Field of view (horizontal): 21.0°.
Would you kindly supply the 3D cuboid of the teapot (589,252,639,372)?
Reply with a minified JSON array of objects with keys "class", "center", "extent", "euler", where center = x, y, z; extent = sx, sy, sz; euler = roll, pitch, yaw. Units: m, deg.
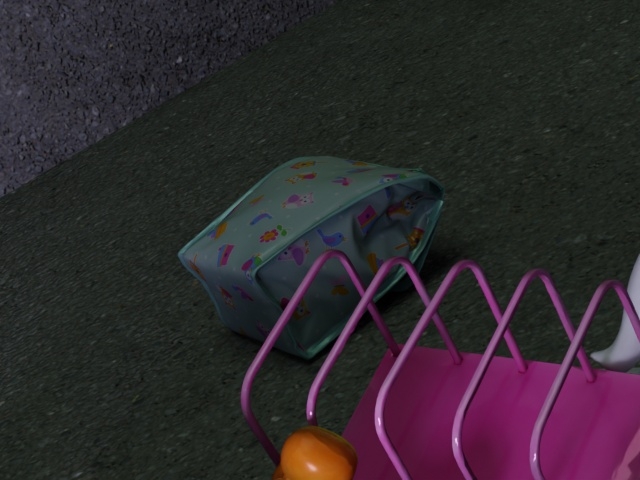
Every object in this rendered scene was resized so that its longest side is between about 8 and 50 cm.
[{"class":"teapot","center":[0.400,0.041,1.461],"extent":[0.252,0.187,0.256],"euler":[8,-15,-23]}]

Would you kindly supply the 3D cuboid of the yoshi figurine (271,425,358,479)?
[{"class":"yoshi figurine","center":[-0.035,0.312,1.266],"extent":[0.203,0.203,0.362],"euler":[10,49,32]}]

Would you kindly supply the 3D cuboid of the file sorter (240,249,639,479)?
[{"class":"file sorter","center":[0.112,0.132,1.421],"extent":[0.290,0.182,0.202],"euler":[5,51,36]}]

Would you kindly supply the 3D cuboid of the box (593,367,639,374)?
[{"class":"box","center":[0.226,0.166,1.521],"extent":[0.186,0.038,0.145],"euler":[-6,27,29]}]

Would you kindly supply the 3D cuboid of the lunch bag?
[{"class":"lunch bag","center":[0.000,0.000,2.032],"extent":[0.262,0.160,0.223],"euler":[-39,24,-20]}]
